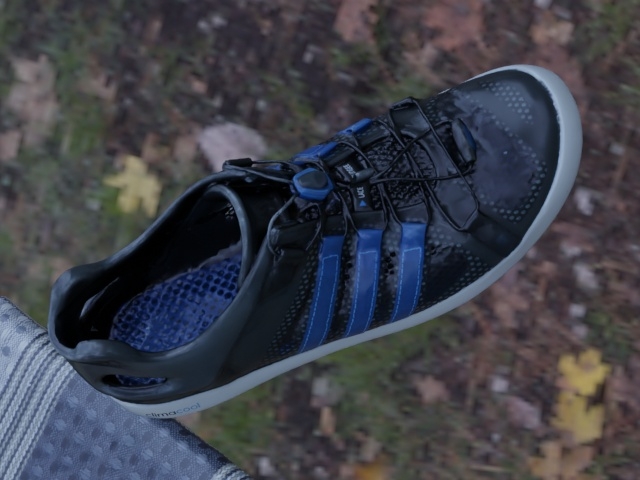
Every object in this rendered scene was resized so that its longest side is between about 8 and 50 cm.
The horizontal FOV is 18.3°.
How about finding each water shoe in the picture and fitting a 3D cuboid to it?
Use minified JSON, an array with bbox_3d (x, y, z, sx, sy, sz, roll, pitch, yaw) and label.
[{"bbox_3d":[0.000,0.000,0.699,0.203,0.080,0.073,-32,66,8],"label":"water shoe"}]

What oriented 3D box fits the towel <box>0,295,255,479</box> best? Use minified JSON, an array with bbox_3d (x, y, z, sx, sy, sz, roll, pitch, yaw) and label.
[{"bbox_3d":[-0.177,0.248,1.281,0.312,0.056,0.324,32,96,29],"label":"towel"}]
